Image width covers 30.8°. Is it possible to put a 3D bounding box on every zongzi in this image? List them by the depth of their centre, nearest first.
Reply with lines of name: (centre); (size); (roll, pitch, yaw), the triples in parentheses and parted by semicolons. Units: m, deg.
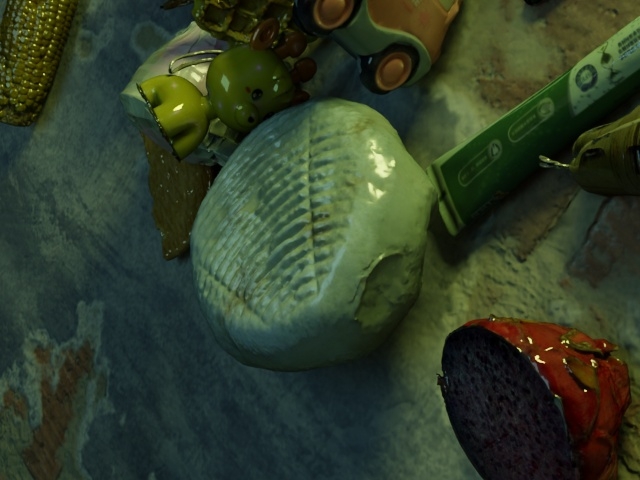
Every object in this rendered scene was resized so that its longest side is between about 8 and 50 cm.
zongzi: (0.337, -0.127, 1.191); (0.189, 0.081, 0.178); (5, 64, 58)

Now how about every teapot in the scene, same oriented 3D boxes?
teapot: (-0.152, -0.205, 1.589); (0.221, 0.163, 0.178); (21, 75, 47)

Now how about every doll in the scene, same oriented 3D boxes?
doll: (-0.109, -0.188, 1.459); (0.221, 0.143, 0.135); (-28, 44, 0)

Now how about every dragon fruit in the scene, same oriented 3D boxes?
dragon fruit: (0.240, 0.163, 1.184); (0.224, 0.148, 0.218); (53, 149, 26)

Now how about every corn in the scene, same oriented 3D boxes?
corn: (-0.491, -0.353, 1.982); (0.119, 0.119, 0.322); (26, 100, 43)

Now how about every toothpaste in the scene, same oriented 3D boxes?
toothpaste: (0.264, -0.140, 1.256); (0.392, 0.061, 0.099); (-38, 58, 36)

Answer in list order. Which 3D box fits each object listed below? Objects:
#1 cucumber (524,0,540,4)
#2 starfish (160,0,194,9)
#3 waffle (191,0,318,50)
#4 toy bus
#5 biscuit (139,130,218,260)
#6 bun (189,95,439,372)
cucumber: (0.289, -0.324, 1.282); (0.184, 0.033, 0.036); (-46, 72, 31)
starfish: (-0.162, -0.418, 1.713); (0.247, 0.050, 0.138); (-17, 68, 32)
waffle: (-0.062, -0.345, 1.473); (0.237, 0.243, 0.059); (-12, 43, 6)
toy bus: (0.053, -0.330, 1.358); (0.232, 0.287, 0.194); (-50, 46, 5)
biscuit: (-0.203, -0.093, 1.712); (0.144, 0.033, 0.224); (-31, 62, 31)
bun: (0.001, 0.005, 1.375); (0.354, 0.194, 0.355); (-25, 55, 41)
